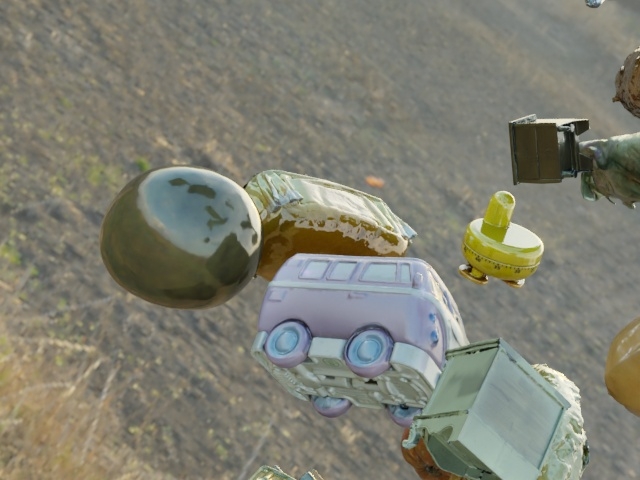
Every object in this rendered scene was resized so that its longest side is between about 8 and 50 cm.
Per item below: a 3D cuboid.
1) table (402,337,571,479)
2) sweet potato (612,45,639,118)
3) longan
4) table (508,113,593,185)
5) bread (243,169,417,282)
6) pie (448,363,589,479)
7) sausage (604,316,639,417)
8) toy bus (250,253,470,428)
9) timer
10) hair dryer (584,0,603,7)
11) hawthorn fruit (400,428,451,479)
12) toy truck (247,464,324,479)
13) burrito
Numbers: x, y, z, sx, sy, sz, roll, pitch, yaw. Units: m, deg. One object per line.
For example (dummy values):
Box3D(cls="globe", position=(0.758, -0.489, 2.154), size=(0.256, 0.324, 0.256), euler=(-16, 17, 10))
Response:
Box3D(cls="table", position=(0.113, 0.126, 0.718), size=(0.079, 0.062, 0.083), euler=(42, 58, -16))
Box3D(cls="sweet potato", position=(0.252, -0.118, 0.780), size=(0.066, 0.072, 0.314), euler=(60, 18, 0))
Box3D(cls="longan", position=(-0.156, 0.006, 1.185), size=(0.185, 0.204, 0.159), euler=(-2, 50, 1))
Box3D(cls="table", position=(0.300, -0.119, 1.357), size=(0.082, 0.083, 0.070), euler=(3, 15, 38))
Box3D(cls="bread", position=(0.000, 0.000, 1.378), size=(0.241, 0.136, 0.107), euler=(15, 28, -35))
Box3D(cls="pie", position=(0.218, 0.313, 1.257), size=(0.083, 0.339, 0.339), euler=(27, 23, -6))
Box3D(cls="sausage", position=(0.381, 0.100, 1.002), size=(0.136, 0.241, 0.120), euler=(34, 37, -20))
Box3D(cls="toy bus", position=(0.048, 0.097, 1.071), size=(0.142, 0.202, 0.142), euler=(55, 48, -45))
Box3D(cls="timer", position=(0.238, 0.000, 1.361), size=(0.107, 0.109, 0.107), euler=(12, 23, -5))
Box3D(cls="hair dryer", position=(0.294, -0.269, 1.083), size=(0.114, 0.037, 0.063), euler=(-48, 127, -43))
Box3D(cls="hawthorn fruit", position=(0.175, 0.282, 1.487), size=(0.125, 0.125, 0.140), euler=(19, 66, -40))
Box3D(cls="toy truck", position=(-0.135, 0.434, 1.186), size=(0.180, 0.405, 0.254), euler=(48, 0, 12))
Box3D(cls="burrito", position=(0.394, -0.090, 1.307), size=(0.096, 0.066, 0.309), euler=(64, -7, -6))
